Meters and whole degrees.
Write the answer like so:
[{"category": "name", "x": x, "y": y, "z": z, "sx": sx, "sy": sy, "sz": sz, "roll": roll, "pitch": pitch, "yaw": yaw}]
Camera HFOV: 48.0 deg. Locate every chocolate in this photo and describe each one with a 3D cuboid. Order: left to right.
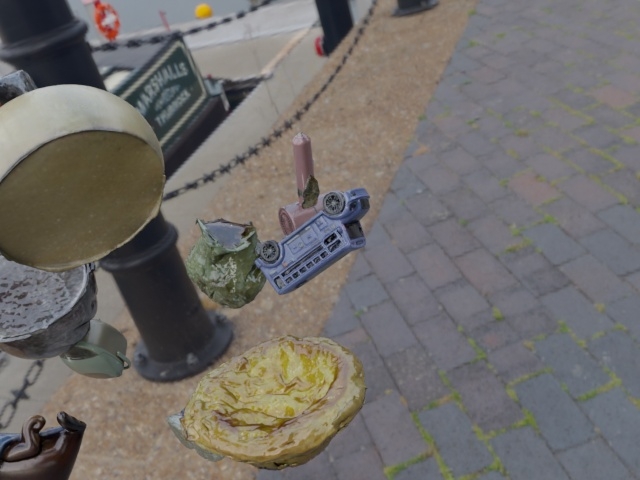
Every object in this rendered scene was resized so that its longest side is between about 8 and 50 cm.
[{"category": "chocolate", "x": -0.645, "y": 0.163, "z": 1.684, "sx": 0.304, "sy": 0.213, "sz": 0.303, "roll": -4, "pitch": 50, "yaw": 5}]

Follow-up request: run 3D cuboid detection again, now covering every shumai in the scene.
[{"category": "shumai", "x": -0.346, "y": 0.037, "z": 2.370, "sx": 0.330, "sy": 0.288, "sz": 0.291, "roll": 14, "pitch": 72, "yaw": 36}]

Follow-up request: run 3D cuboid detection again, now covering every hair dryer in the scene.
[{"category": "hair dryer", "x": -0.020, "y": -0.171, "z": 2.183, "sx": 0.211, "sy": 0.352, "sz": 0.125, "roll": -20, "pitch": 35, "yaw": -21}]

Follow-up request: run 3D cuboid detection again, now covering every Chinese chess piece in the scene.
[{"category": "Chinese chess piece", "x": -0.436, "y": -0.104, "z": 1.246, "sx": 0.338, "sy": 0.338, "sz": 0.140, "roll": -29, "pitch": 57, "yaw": -19}]

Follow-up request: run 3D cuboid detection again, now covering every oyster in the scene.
[{"category": "oyster", "x": -0.025, "y": -0.113, "z": 1.627, "sx": 0.019, "sy": 0.083, "sz": 0.054, "roll": 31, "pitch": 44, "yaw": 31}]

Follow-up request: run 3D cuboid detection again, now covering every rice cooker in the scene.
[{"category": "rice cooker", "x": -0.577, "y": 0.279, "z": 1.848, "sx": 0.145, "sy": 0.206, "sz": 0.127, "roll": -4, "pitch": 63, "yaw": 17}]

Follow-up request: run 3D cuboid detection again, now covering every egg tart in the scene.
[{"category": "egg tart", "x": -0.074, "y": 0.298, "z": 1.289, "sx": 0.342, "sy": 0.128, "sz": 0.341, "roll": -8, "pitch": 29, "yaw": 5}]

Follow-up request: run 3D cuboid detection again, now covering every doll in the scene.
[{"category": "doll", "x": -0.716, "y": 0.486, "z": 1.624, "sx": 0.340, "sy": 0.317, "sz": 0.209, "roll": 7, "pitch": 31, "yaw": -20}]

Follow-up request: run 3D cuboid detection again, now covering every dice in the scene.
[{"category": "dice", "x": -0.692, "y": -0.261, "z": 1.576, "sx": 0.182, "sy": 0.183, "sz": 0.182, "roll": -26, "pitch": 24, "yaw": -9}]

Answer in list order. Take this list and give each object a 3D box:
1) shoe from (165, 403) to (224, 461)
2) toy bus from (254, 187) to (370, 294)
[{"category": "shoe", "x": -0.263, "y": 0.435, "z": 1.696, "sx": 0.228, "sy": 0.099, "sz": 0.125, "roll": 6, "pitch": 36, "yaw": 48}, {"category": "toy bus", "x": 0.000, "y": 0.000, "z": 1.627, "sx": 0.292, "sy": 0.133, "sz": 0.125, "roll": -36, "pitch": -9, "yaw": 23}]
